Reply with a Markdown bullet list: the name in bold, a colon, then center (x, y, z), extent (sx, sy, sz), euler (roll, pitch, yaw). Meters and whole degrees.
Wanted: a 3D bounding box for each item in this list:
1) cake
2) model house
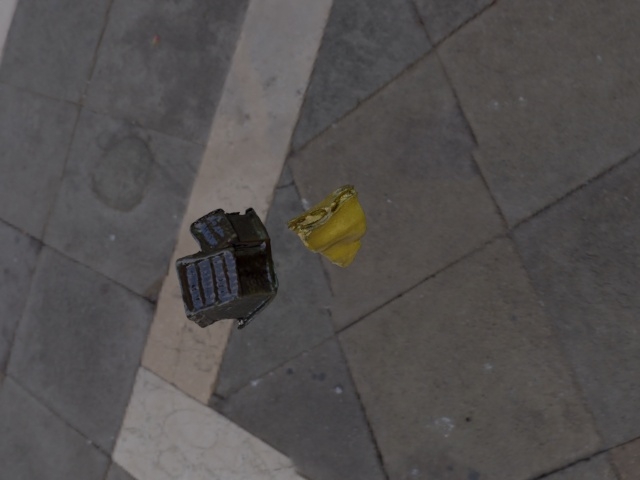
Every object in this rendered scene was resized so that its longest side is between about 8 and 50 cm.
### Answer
- **cake**: center (0.003, 0.003, 1.009), extent (0.080, 0.116, 0.185), euler (53, 153, 9)
- **model house**: center (-0.145, 0.041, 1.021), extent (0.106, 0.152, 0.165), euler (-22, 77, 41)
